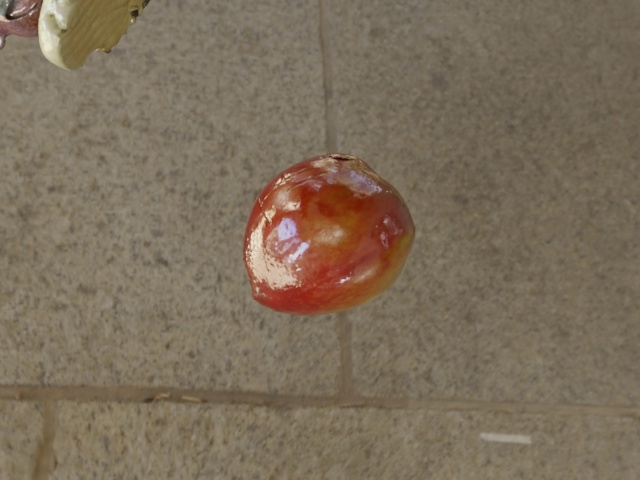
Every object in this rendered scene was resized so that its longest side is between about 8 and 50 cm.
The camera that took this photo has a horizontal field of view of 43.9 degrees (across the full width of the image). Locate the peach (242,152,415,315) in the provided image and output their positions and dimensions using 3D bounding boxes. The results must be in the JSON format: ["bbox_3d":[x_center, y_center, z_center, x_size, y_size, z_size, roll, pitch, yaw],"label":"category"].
[{"bbox_3d":[0.000,0.000,0.895,0.197,0.197,0.197,6,58,-10],"label":"peach"}]

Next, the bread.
[{"bbox_3d":[-0.159,-0.258,0.656,0.039,0.182,0.251,21,43,7],"label":"bread"}]

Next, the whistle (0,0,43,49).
[{"bbox_3d":[-0.409,-0.430,1.193,0.142,0.346,0.133,45,18,20],"label":"whistle"}]
